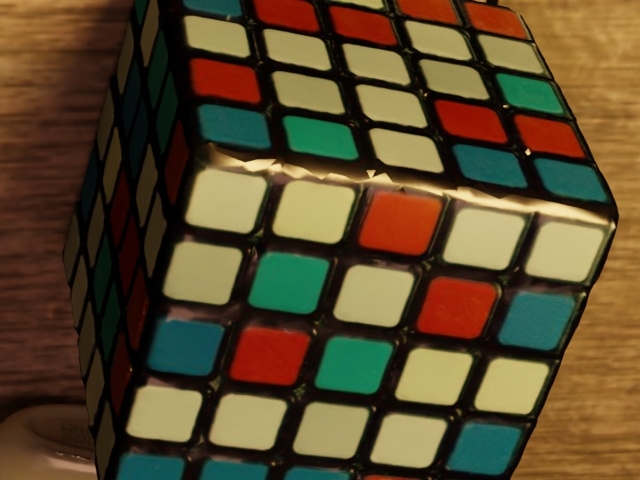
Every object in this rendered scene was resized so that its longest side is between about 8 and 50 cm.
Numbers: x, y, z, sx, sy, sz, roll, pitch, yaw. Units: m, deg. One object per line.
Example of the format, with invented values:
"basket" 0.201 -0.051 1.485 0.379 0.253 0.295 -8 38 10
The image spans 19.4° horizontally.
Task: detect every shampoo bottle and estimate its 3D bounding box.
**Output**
"shampoo bottle" -0.144 0.184 1.002 0.108 0.051 0.221 9 123 -19

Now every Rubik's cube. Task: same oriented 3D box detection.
"Rubik's cube" 0.000 0.000 0.816 0.184 0.187 0.182 8 123 -19
